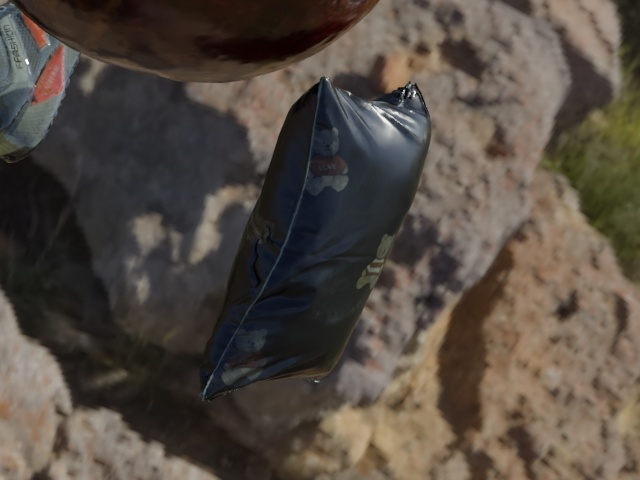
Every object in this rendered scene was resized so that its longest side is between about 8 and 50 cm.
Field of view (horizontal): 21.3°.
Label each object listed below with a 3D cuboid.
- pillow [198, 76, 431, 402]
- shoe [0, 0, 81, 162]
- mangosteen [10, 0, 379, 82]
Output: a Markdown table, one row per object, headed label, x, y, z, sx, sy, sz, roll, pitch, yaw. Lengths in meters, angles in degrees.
| label | x | y | z | sx | sy | sz | roll | pitch | yaw |
| --- | --- | --- | --- | --- | --- | --- | --- | --- | --- |
| pillow | 0.000 | 0.000 | 0.743 | 0.090 | 0.150 | 0.048 | 9 | 18 | -43 |
| shoe | -0.219 | -0.156 | 1.266 | 0.077 | 0.074 | 0.194 | 35 | 62 | -34 |
| mangosteen | -0.034 | -0.183 | 0.676 | 0.215 | 0.257 | 0.215 | 29 | 45 | -33 |
